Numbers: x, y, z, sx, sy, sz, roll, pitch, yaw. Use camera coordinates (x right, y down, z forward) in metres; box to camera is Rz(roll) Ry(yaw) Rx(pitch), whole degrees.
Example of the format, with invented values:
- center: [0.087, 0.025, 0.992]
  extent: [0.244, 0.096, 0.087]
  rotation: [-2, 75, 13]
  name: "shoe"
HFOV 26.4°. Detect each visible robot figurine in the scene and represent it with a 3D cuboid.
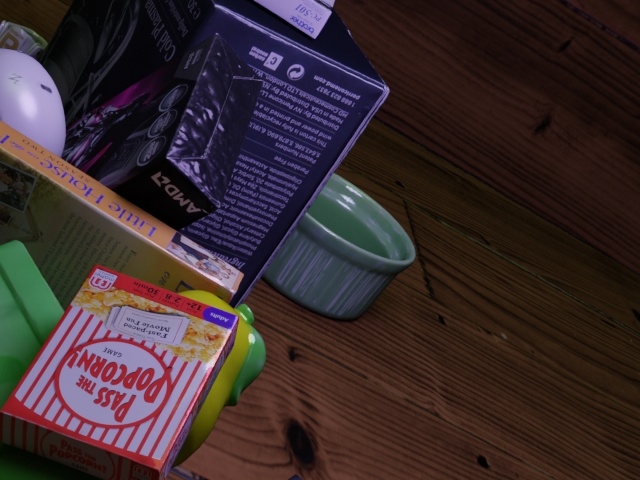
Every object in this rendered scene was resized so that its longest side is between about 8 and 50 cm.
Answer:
- center: [-0.432, -0.126, 1.558]
  extent: [0.278, 0.173, 0.209]
  rotation: [-11, 18, -6]
  name: "robot figurine"

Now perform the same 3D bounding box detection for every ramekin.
- center: [0.000, 0.000, 2.365]
  extent: [0.303, 0.148, 0.303]
  rotation: [31, 19, -12]
  name: "ramekin"

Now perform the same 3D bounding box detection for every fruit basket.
- center: [-0.242, 0.178, 1.337]
  extent: [0.392, 0.283, 0.392]
  rotation: [18, 31, -11]
  name: "fruit basket"

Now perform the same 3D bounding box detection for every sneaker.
- center: [-0.522, -0.262, 2.107]
  extent: [0.108, 0.169, 0.292]
  rotation: [36, 20, 0]
  name: "sneaker"

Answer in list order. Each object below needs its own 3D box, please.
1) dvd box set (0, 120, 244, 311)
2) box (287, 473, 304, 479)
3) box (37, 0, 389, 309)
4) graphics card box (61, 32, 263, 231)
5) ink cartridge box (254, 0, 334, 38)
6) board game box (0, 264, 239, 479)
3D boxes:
- center: [-0.336, 0.045, 1.470]
  extent: [0.420, 0.307, 0.062]
  rotation: [32, 25, -6]
  name: "dvd box set"
- center: [-0.024, 0.353, 1.672]
  extent: [0.116, 0.029, 0.162]
  rotation: [39, 18, 12]
  name: "box"
- center: [-0.208, -0.188, 1.980]
  extent: [0.297, 0.472, 0.480]
  rotation: [21, 23, -31]
  name: "box"
- center: [-0.247, -0.069, 1.590]
  extent: [0.094, 0.371, 0.233]
  rotation: [46, 38, -27]
  name: "graphics card box"
- center: [-0.080, -0.343, 1.776]
  extent: [0.207, 0.046, 0.097]
  rotation: [31, 19, -7]
  name: "ink cartridge box"
- center: [-0.174, 0.121, 1.208]
  extent: [0.147, 0.045, 0.193]
  rotation: [19, 44, 5]
  name: "board game box"
